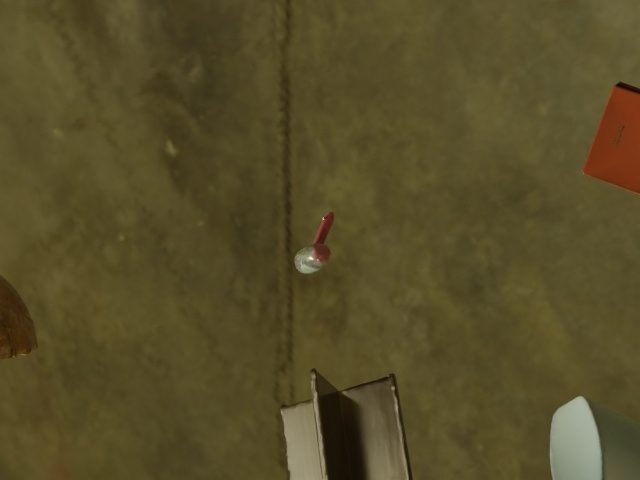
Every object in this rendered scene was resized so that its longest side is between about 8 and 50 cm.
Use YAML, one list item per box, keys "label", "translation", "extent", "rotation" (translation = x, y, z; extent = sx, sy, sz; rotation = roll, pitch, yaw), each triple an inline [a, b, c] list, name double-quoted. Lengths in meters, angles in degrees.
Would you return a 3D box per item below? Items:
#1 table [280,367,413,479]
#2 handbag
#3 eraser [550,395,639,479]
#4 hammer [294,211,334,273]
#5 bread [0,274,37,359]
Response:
- label: "table"
  translation: [0.030, 0.254, 1.282]
  extent: [0.167, 0.167, 0.226]
  rotation: [-50, 39, 48]
- label: "handbag"
  translation: [0.453, -0.115, 1.636]
  extent: [0.190, 0.063, 0.127]
  rotation: [23, 111, 15]
- label: "eraser"
  translation: [0.459, 0.351, 1.769]
  extent: [0.104, 0.290, 0.189]
  rotation: [-37, 37, 40]
- label: "hammer"
  translation: [0.000, 0.000, 1.488]
  extent: [0.031, 0.083, 0.052]
  rotation: [36, 148, -22]
- label: "bread"
  translation: [-0.577, 0.108, 1.819]
  extent: [0.340, 0.194, 0.179]
  rotation: [-12, 89, 25]
